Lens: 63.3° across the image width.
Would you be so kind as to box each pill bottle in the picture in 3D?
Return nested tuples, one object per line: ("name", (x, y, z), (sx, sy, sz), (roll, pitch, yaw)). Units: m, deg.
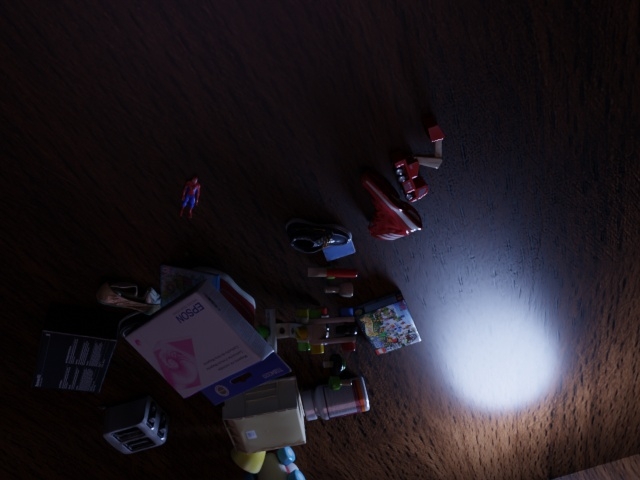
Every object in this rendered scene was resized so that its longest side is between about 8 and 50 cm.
("pill bottle", (0.053, 0.560, 1.827), (0.221, 0.121, 0.121), (-12, 133, -1))

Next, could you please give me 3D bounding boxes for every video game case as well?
("video game case", (-0.340, 0.132, 1.347), (0.166, 0.015, 0.119), (9, 105, 15))

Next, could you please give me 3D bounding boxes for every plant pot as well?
("plant pot", (-0.263, 0.807, 1.992), (0.134, 0.134, 0.095), (32, 94, -33))

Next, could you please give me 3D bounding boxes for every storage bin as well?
("storage bin", (-0.193, 0.624, 1.834), (0.260, 0.123, 0.262), (-9, 133, -3))

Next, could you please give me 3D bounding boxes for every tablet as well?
("tablet", (0.050, 0.026, 1.422), (0.083, 0.006, 0.054), (-18, 132, 4))

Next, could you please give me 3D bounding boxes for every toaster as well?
("toaster", (-0.625, 0.618, 1.743), (0.186, 0.110, 0.168), (-16, 132, 3))

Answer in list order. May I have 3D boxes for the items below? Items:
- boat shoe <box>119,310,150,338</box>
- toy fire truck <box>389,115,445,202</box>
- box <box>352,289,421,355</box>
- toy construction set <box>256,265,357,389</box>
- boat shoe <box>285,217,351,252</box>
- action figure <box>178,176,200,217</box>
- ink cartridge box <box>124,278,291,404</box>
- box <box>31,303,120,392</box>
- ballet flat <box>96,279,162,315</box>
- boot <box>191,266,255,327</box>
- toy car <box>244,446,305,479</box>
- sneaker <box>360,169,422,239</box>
("boat shoe", (-0.418, 0.250, 1.467), (0.302, 0.091, 0.114), (-8, 133, -5))
("toy fire truck", (0.240, -0.189, 1.241), (0.135, 0.047, 0.192), (-24, 133, 8))
("box", (0.214, 0.267, 1.649), (0.159, 0.044, 0.233), (-22, 132, 8))
("toy construction set", (-0.041, 0.210, 1.419), (0.237, 0.257, 0.309), (4, 108, -20))
("boat shoe", (0.000, 0.000, 1.335), (0.183, 0.083, 0.065), (10, 129, -20))
("action figure", (-0.305, -0.102, 1.217), (0.038, 0.030, 0.115), (13, 126, -16))
("ink cartridge box", (-0.297, 0.295, 1.348), (0.324, 0.071, 0.330), (-32, 104, 32))
("box", (-0.687, 0.308, 1.455), (0.184, 0.103, 0.261), (12, 128, -26))
("ballet flat", (-0.485, 0.152, 1.383), (0.206, 0.073, 0.067), (16, 112, -29))
("boot", (-0.262, 0.187, 1.386), (0.088, 0.176, 0.244), (-33, 128, 20))
("toy car", (-0.146, 0.990, 2.137), (0.219, 0.210, 0.238), (-39, 141, 7))
("sneaker", (0.146, -0.071, 1.304), (0.128, 0.087, 0.221), (-33, 118, 30))
